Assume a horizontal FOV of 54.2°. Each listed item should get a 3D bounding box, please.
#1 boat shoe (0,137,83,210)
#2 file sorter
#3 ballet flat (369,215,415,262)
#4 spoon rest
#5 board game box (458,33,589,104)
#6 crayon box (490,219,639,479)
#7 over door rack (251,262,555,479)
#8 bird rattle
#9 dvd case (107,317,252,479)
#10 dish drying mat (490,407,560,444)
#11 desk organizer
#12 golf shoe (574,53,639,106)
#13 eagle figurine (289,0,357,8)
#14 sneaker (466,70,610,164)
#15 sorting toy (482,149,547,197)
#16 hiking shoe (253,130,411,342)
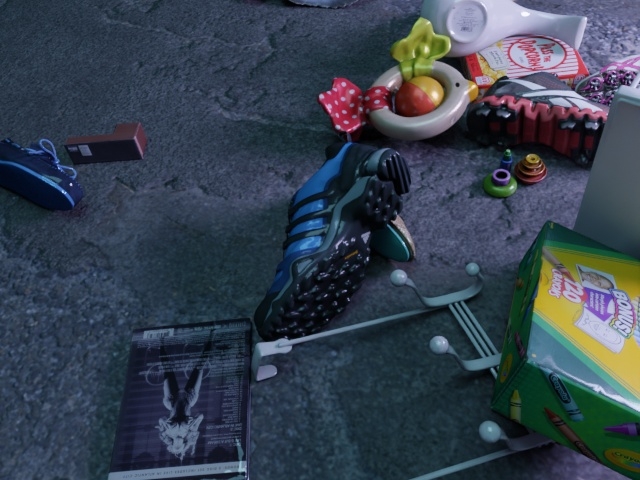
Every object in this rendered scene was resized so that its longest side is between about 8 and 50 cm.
[{"bbox_3d":[-0.489,-0.132,1.058,0.258,0.109,0.089,24,54,23],"label":"boat shoe"},{"bbox_3d":[0.448,-0.082,0.762,0.192,0.278,0.173,25,56,26],"label":"file sorter"},{"bbox_3d":[0.069,-0.040,0.922,0.206,0.073,0.067,35,48,27],"label":"ballet flat"},{"bbox_3d":[0.308,-0.378,1.083,0.276,0.137,0.084,6,28,-4],"label":"spoon rest"},{"bbox_3d":[0.356,-0.312,1.117,0.193,0.045,0.147,-6,50,3],"label":"board game box"},{"bbox_3d":[0.294,0.103,0.677,0.165,0.081,0.278,26,36,8],"label":"crayon box"},{"bbox_3d":[0.096,0.160,0.715,0.324,0.108,0.239,-19,46,-7],"label":"over door rack"},{"bbox_3d":[0.134,-0.241,1.024,0.253,0.143,0.207,-35,50,-20],"label":"bird rattle"},{"bbox_3d":[-0.169,0.201,0.787,0.164,0.018,0.221,-6,49,2],"label":"dvd case"},{"bbox_3d":[0.243,0.205,0.728,0.083,0.008,0.032,25,57,27],"label":"dish drying mat"},{"bbox_3d":[-0.380,-0.174,1.114,0.130,0.047,0.050,-4,48,5],"label":"desk organizer"},{"bbox_3d":[0.507,-0.269,1.055,0.186,0.067,0.086,-16,26,-7],"label":"golf shoe"},{"bbox_3d":[-0.032,-0.627,1.379,0.298,0.225,0.226,11,91,-20],"label":"eagle figurine"},{"bbox_3d":[0.379,-0.200,0.985,0.276,0.098,0.135,16,57,22],"label":"sneaker"},{"bbox_3d":[0.296,-0.109,0.959,0.102,0.042,0.061,-21,50,-8],"label":"sorting toy"},{"bbox_3d":[0.000,0.000,0.850,0.132,0.113,0.304,28,80,42],"label":"hiking shoe"}]
